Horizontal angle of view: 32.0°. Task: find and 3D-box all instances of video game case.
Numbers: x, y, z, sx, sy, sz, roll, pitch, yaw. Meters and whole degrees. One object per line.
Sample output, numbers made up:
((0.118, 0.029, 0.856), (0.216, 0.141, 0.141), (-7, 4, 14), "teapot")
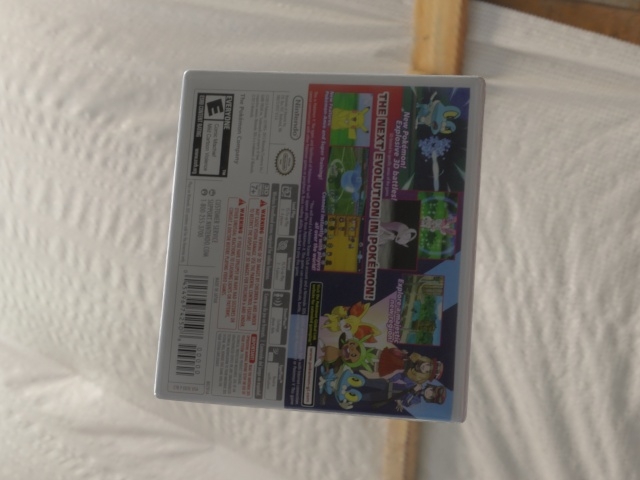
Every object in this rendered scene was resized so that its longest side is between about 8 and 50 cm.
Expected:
((0.000, 0.000, 0.659), (0.184, 0.023, 0.201), (3, -97, 11), "video game case")
